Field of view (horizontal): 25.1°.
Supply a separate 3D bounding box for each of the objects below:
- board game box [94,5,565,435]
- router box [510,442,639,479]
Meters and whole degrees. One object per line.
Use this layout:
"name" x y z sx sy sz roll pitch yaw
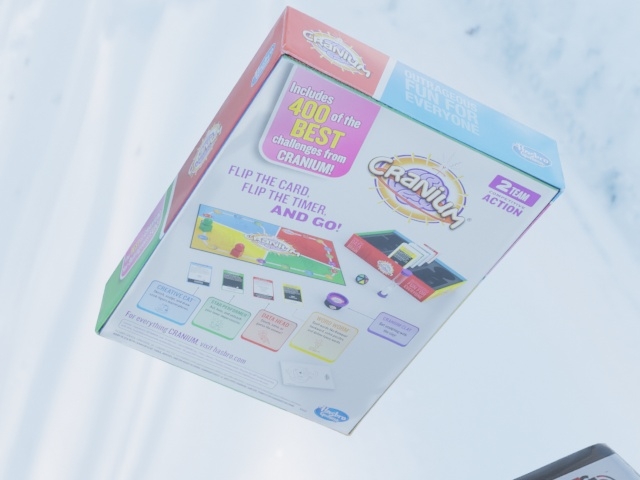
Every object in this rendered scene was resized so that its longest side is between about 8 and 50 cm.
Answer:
"board game box" 0.000 0.000 1.123 0.316 0.242 0.064 -52 22 34
"router box" 0.001 0.238 0.577 0.081 0.309 0.243 47 143 42
